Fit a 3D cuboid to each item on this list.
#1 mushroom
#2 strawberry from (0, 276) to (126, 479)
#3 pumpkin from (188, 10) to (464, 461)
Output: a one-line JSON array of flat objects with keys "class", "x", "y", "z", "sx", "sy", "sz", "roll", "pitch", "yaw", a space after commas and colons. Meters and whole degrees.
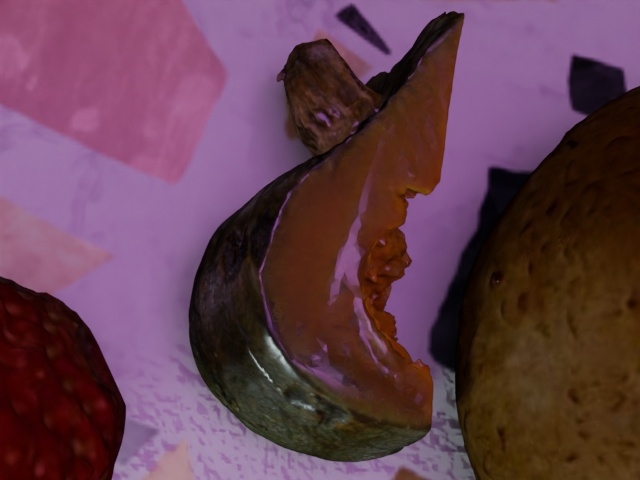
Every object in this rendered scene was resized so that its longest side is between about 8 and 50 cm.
[{"class": "mushroom", "x": 0.257, "y": 0.062, "z": 0.836, "sx": 0.334, "sy": 0.356, "sz": 0.331, "roll": -14, "pitch": 89, "yaw": 22}, {"class": "strawberry", "x": -0.244, "y": 0.112, "z": 0.661, "sx": 0.310, "sy": 0.292, "sz": 0.291, "roll": -30, "pitch": 91, "yaw": -9}, {"class": "pumpkin", "x": -0.003, "y": -0.005, "z": 0.809, "sx": 0.126, "sy": 0.131, "sz": 0.248, "roll": 7, "pitch": 80, "yaw": -13}]
